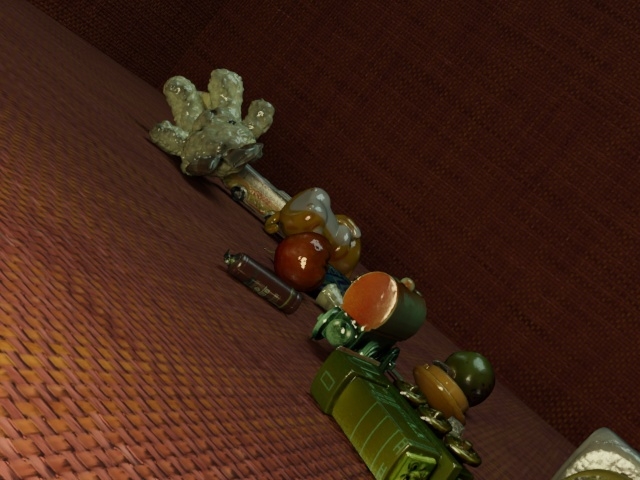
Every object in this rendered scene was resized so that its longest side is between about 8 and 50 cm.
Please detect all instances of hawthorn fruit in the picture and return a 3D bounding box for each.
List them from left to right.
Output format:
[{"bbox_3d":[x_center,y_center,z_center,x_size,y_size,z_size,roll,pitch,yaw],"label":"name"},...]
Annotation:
[{"bbox_3d":[-0.041,0.045,1.665,0.125,0.140,0.125,165,-90,-82],"label":"hawthorn fruit"}]

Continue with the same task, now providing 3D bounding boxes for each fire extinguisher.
[{"bbox_3d":[-0.101,0.063,1.366,0.158,0.043,0.064,38,-26,-23],"label":"fire extinguisher"}]

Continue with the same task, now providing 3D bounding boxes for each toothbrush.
[{"bbox_3d":[0.175,0.283,1.553,0.026,0.028,0.294,38,-1,-36],"label":"toothbrush"}]

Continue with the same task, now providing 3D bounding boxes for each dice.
[{"bbox_3d":[0.513,0.457,1.478,0.194,0.192,0.193,43,6,28],"label":"dice"}]

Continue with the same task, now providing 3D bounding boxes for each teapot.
[{"bbox_3d":[0.033,0.133,1.714,0.083,0.057,0.067,46,2,20],"label":"teapot"}]

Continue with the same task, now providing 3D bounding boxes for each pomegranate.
[{"bbox_3d":[0.316,0.310,1.870,0.129,0.129,0.159,41,24,28],"label":"pomegranate"}]

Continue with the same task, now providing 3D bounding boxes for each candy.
[{"bbox_3d":[0.016,0.100,1.854,0.275,0.070,0.145,39,12,-37],"label":"candy"}]

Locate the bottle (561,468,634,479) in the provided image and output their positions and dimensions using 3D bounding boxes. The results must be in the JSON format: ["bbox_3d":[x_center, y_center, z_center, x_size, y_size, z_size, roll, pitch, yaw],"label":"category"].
[{"bbox_3d":[0.451,0.445,1.191,0.351,0.171,0.171,35,6,-44],"label":"bottle"}]

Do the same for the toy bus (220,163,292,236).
[{"bbox_3d":[-0.161,-0.117,2.343,0.268,0.106,0.092,40,7,2],"label":"toy bus"}]

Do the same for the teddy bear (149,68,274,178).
[{"bbox_3d":[-0.274,-0.311,2.137,0.362,0.327,0.375,117,-38,-78],"label":"teddy bear"}]

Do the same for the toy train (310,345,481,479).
[{"bbox_3d":[0.089,0.226,0.995,0.137,0.090,0.225,28,10,-34],"label":"toy train"}]

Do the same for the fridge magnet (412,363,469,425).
[{"bbox_3d":[0.228,0.289,1.581,0.143,0.063,0.143,49,-12,14],"label":"fridge magnet"}]

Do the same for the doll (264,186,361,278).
[{"bbox_3d":[0.005,-0.015,2.246,0.269,0.162,0.167,43,36,-17],"label":"doll"}]

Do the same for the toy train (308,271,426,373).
[{"bbox_3d":[0.095,0.133,1.396,0.116,0.177,0.285,41,4,21],"label":"toy train"}]
